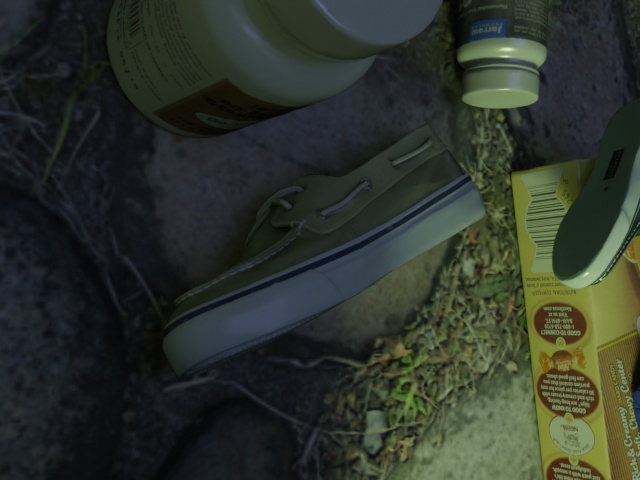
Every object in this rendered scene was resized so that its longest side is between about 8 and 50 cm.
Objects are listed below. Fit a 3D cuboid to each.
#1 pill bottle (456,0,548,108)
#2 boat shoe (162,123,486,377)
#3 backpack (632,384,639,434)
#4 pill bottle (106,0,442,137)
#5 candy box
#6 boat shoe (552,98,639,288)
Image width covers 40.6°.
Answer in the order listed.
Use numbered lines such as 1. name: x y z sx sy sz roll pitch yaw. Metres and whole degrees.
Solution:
1. pill bottle: 0.157 -0.188 0.748 0.078 0.078 0.137 7 83 -32
2. boat shoe: 0.000 0.000 0.634 0.302 0.109 0.094 -28 86 -40
3. backpack: 0.339 0.128 0.725 0.120 0.098 0.101 -3 85 -30
4. pill bottle: -0.034 -0.143 0.532 0.131 0.229 0.131 2 86 -32
5. candy box: 0.286 0.082 0.805 0.183 0.087 0.316 -6 90 -31
6. boat shoe: 0.258 -0.024 0.707 0.083 0.065 0.183 38 68 -20
